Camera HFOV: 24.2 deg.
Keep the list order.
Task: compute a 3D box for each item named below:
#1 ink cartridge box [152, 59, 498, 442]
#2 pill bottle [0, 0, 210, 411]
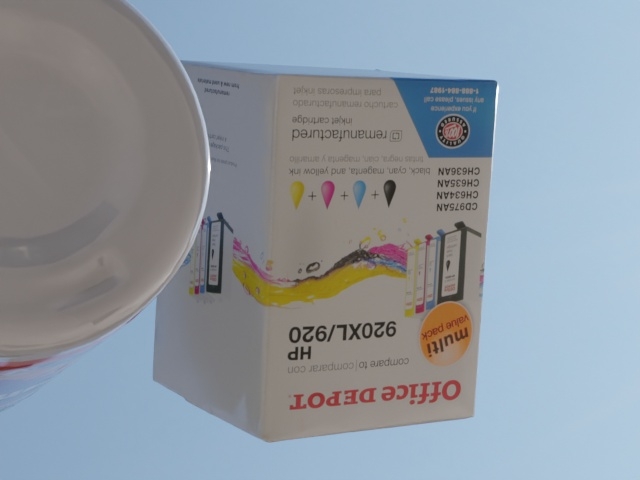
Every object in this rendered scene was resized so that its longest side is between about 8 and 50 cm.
[{"bbox_3d":[0.000,0.000,1.016,0.171,0.168,0.232,-2,-80,-30],"label":"ink cartridge box"},{"bbox_3d":[-0.112,-0.001,0.453,0.108,0.108,0.193,-2,-13,-23],"label":"pill bottle"}]
